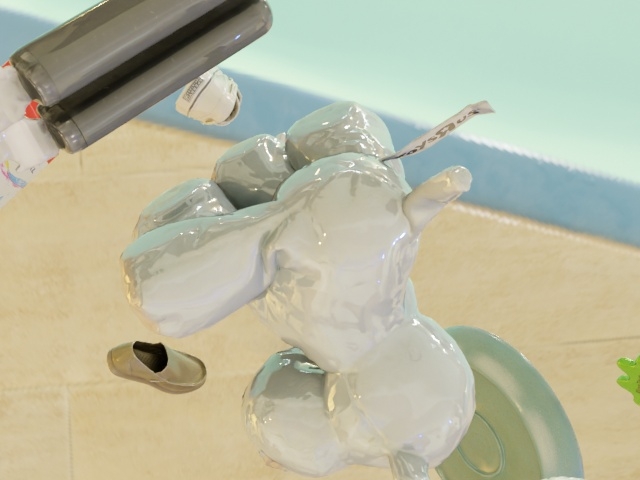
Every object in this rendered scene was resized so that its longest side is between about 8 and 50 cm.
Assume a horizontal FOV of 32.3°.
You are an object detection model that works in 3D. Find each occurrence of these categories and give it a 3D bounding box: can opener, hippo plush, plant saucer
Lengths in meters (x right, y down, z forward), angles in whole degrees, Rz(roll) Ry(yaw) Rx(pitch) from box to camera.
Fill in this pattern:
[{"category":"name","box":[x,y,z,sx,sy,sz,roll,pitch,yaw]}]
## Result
[{"category":"can opener","box":[-0.160,-0.099,0.669,0.280,0.074,0.093,-32,47,-13]},{"category":"hippo plush","box":[0.026,0.043,0.805,0.294,0.234,0.236,-16,113,23]},{"category":"plant saucer","box":[0.226,0.271,1.517,0.044,0.317,0.317,-22,76,-30]}]

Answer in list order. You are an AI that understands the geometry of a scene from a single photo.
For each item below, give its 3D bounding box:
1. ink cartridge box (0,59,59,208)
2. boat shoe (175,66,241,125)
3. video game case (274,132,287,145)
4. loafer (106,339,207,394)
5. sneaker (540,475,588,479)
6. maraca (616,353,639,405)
[{"category":"ink cartridge box","box":[-0.465,-0.134,1.557,0.078,0.134,0.231,20,57,34]},{"category":"boat shoe","box":[-0.166,-0.222,1.731,0.088,0.267,0.096,34,90,-7]},{"category":"video game case","box":[0.000,0.000,1.342,0.212,0.023,0.193,39,48,-24]},{"category":"loafer","box":[-0.206,0.165,1.447,0.148,0.050,0.056,14,56,-37]},{"category":"sneaker","box":[0.194,0.247,0.970,0.178,0.077,0.071,-1,83,-16]},{"category":"maraca","box":[0.399,0.177,1.165,0.186,0.127,0.099,25,61,28]}]
